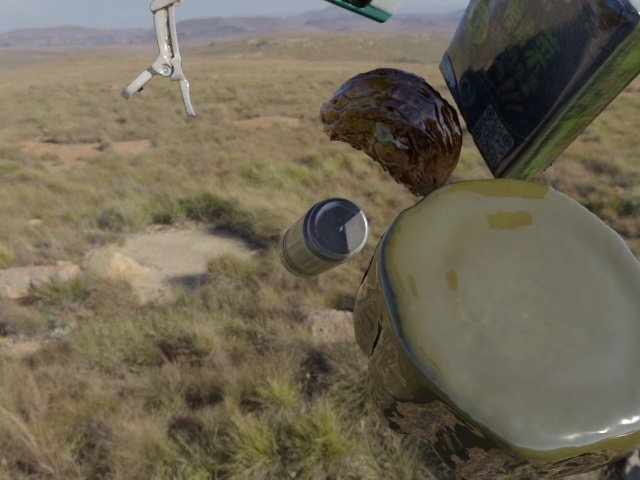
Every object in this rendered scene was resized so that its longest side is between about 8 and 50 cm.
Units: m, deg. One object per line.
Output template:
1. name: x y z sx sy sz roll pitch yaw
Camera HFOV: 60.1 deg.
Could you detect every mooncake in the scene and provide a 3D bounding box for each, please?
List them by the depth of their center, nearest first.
1. mooncake: 0.225 0.113 0.699 0.378 0.201 0.378 6 55 -9

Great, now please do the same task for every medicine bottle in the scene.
1. medicine bottle: 0.000 0.000 1.364 0.151 0.151 0.322 -10 -8 -17

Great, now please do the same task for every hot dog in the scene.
1. hot dog: 0.139 -0.209 1.039 0.267 0.174 0.387 37 12 -1

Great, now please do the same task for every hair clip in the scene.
1. hair clip: -0.145 -0.232 0.514 0.072 0.226 0.034 3 14 -15

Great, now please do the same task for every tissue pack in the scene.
1. tissue pack: 0.342 -0.307 0.871 0.124 0.288 0.394 -14 -21 -14

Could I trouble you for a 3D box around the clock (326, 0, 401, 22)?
1. clock: -0.011 -0.422 0.722 0.262 0.116 0.231 -11 61 -53
